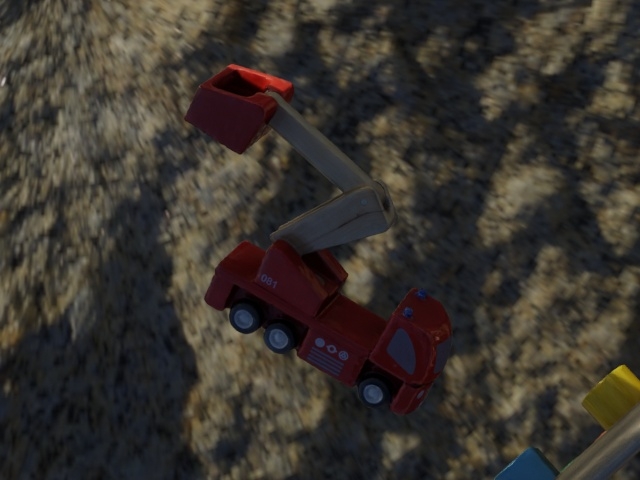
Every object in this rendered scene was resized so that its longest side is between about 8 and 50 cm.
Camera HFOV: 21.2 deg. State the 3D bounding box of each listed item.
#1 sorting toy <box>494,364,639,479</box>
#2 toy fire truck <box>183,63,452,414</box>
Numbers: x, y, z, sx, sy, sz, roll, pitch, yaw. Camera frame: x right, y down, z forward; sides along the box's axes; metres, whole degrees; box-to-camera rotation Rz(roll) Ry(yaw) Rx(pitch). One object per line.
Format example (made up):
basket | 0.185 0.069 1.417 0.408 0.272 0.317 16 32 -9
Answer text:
sorting toy | 0.170 0.132 1.090 0.348 0.196 0.047 -43 78 5
toy fire truck | 0.000 0.000 0.972 0.192 0.047 0.135 30 119 8
